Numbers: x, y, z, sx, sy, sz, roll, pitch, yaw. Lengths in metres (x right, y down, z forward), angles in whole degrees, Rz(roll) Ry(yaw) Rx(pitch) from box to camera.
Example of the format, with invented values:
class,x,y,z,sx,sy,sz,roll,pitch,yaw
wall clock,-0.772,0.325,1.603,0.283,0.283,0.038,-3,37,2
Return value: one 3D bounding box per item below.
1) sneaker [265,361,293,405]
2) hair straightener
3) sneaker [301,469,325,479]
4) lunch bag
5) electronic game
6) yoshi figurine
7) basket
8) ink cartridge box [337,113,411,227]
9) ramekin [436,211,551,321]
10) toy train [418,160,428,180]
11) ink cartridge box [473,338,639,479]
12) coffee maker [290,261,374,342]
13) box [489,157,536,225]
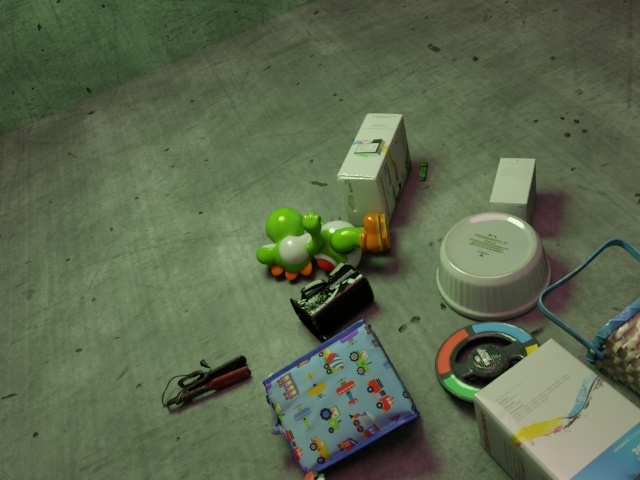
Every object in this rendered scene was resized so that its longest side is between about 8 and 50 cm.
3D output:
class,x,y,z,sx,sy,sz,roll,pitch,yaw
sneaker,-0.033,0.305,1.428,0.209,0.081,0.094,-16,22,-10
hair straightener,-0.285,0.339,1.518,0.230,0.047,0.089,-27,43,-1
sneaker,-0.021,0.568,1.141,0.135,0.097,0.276,-21,41,-1
lunch bag,0.025,0.336,1.295,0.293,0.138,0.221,-30,73,2
electronic game,0.359,0.259,1.326,0.229,0.048,0.229,-14,35,10
yoshi figurine,-0.006,-0.027,1.672,0.362,0.203,0.203,-10,39,16
basket,0.626,0.147,1.244,0.255,0.201,0.289,-36,55,-14
ink cartridge box,0.160,-0.197,1.766,0.117,0.201,0.278,6,50,24
ramekin,0.407,0.050,1.480,0.273,0.127,0.272,-11,44,11
toy train,0.307,-0.209,1.860,0.024,0.017,0.083,-10,43,25
ink cartridge box,0.439,0.360,1.102,0.197,0.198,0.270,-32,45,-12
coffee maker,0.044,0.160,1.532,0.178,0.120,0.171,-36,68,-15
box,0.501,-0.111,1.604,0.091,0.130,0.170,6,48,24
